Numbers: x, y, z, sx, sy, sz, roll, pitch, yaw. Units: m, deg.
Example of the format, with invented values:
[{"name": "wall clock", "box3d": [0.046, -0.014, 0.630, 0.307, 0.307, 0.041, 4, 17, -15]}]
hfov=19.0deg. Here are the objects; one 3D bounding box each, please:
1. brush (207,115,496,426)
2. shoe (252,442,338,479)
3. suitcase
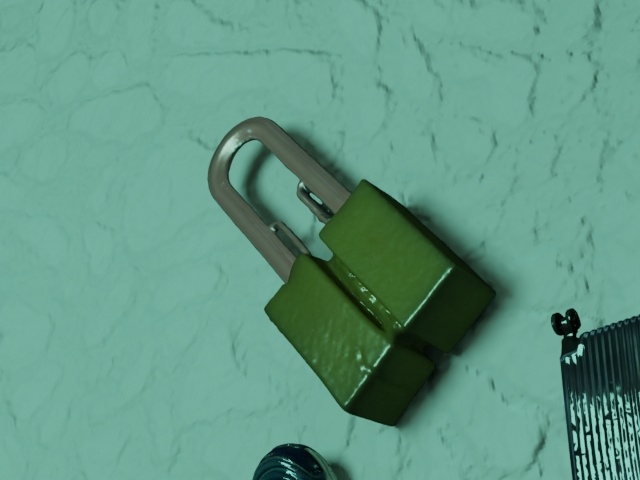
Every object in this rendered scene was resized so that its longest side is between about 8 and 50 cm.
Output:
[{"name": "brush", "box3d": [0.000, 0.000, 1.132, 0.103, 0.047, 0.233, -53, 45, 11]}, {"name": "shoe", "box3d": [-0.026, 0.179, 1.059, 0.064, 0.071, 0.142, -18, 56, 35]}, {"name": "suitcase", "box3d": [0.163, 0.090, 0.937, 0.086, 0.059, 0.126, -22, 58, 35]}]
